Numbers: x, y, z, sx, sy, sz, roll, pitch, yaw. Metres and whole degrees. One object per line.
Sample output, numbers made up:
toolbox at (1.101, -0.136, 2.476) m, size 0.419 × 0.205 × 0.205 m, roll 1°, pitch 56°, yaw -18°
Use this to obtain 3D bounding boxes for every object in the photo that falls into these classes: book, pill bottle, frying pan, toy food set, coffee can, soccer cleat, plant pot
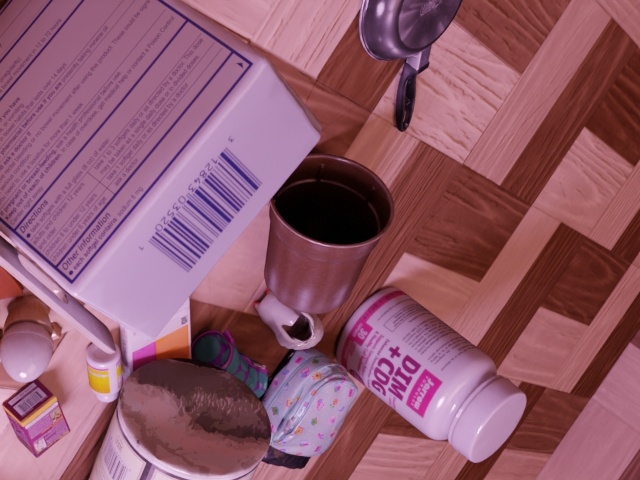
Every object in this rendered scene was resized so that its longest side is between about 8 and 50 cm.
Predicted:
book at (-0.215, 0.138, 1.839) m, size 0.096 × 0.035 × 0.144 m, roll -29°, pitch 143°, yaw -31°
pill bottle at (0.175, 0.213, 2.234) m, size 0.160 × 0.283 × 0.160 m, roll -36°, pitch 147°, yaw -28°
frying pan at (0.111, -0.263, 1.863) m, size 0.197 × 0.053 × 0.326 m, roll -18°, pitch 133°, yaw -46°
pill bottle at (-0.270, 0.166, 1.773) m, size 0.043 × 0.043 × 0.083 m, roll -34°, pitch 147°, yaw -31°
toy food set at (-0.376, 0.095, 1.314) m, size 0.306 × 0.092 × 0.220 m, roll -23°, pitch 138°, yaw 17°
coffee can at (-0.201, 0.320, 1.847) m, size 0.201 × 0.201 × 0.275 m, roll -20°, pitch 145°, yaw -45°
soccer cleat at (-0.034, 0.127, 2.046) m, size 0.068 × 0.076 × 0.196 m, roll -51°, pitch 152°, yaw -3°
plant pot at (0.000, 0.000, 1.881) m, size 0.167 × 0.167 × 0.165 m, roll -31°, pitch 152°, yaw -34°

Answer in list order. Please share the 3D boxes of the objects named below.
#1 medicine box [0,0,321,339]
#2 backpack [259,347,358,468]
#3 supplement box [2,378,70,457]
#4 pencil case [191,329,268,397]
medicine box at (-0.198, -0.102, 1.322) m, size 0.263 × 0.289 × 0.149 m, roll -51°, pitch 150°, yaw -4°
backpack at (-0.028, 0.257, 2.160) m, size 0.182 × 0.115 × 0.152 m, roll -59°, pitch 149°, yaw 6°
supplement box at (-0.344, 0.216, 1.718) m, size 0.055 × 0.043 × 0.083 m, roll -39°, pitch 148°, yaw -24°
pencil case at (-0.126, 0.176, 1.976) m, size 0.070 × 0.064 × 0.152 m, roll -36°, pitch 152°, yaw 2°
